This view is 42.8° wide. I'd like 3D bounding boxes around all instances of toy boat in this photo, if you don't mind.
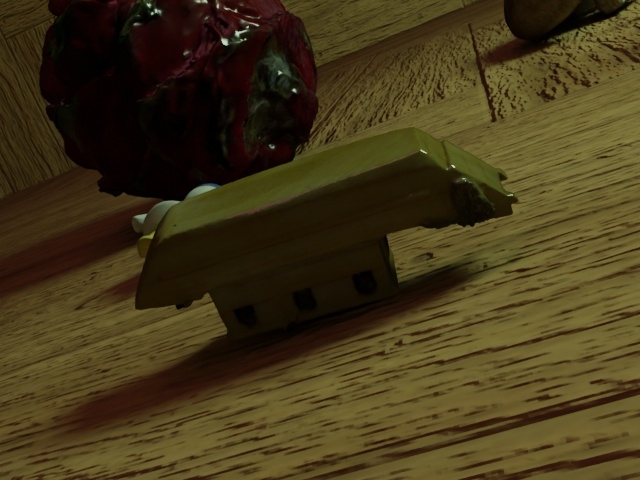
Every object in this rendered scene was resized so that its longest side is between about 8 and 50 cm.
[{"bbox_3d":[0.000,0.000,0.422,0.201,0.077,0.057,-18,27,10],"label":"toy boat"}]

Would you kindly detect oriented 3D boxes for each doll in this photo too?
[{"bbox_3d":[-0.110,-0.018,0.705,0.099,0.057,0.143,2,19,11],"label":"doll"}]

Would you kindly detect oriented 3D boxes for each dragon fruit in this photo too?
[{"bbox_3d":[-0.163,-0.189,0.939,0.329,0.329,0.329,-22,14,6],"label":"dragon fruit"}]

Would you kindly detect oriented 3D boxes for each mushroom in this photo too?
[{"bbox_3d":[0.331,-0.345,1.118,0.286,0.156,0.151,-36,-9,-43],"label":"mushroom"}]
